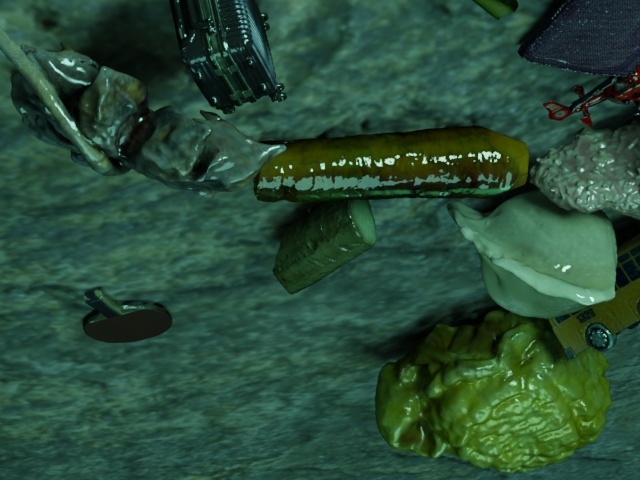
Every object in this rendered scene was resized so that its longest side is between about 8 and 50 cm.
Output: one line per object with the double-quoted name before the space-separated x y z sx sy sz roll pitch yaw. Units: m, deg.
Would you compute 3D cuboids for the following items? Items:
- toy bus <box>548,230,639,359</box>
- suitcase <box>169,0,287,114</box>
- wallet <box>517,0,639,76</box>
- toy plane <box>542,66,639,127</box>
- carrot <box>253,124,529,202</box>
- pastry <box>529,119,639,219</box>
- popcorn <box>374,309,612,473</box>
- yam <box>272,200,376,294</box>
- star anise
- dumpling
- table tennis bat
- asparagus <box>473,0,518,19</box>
"toy bus" 0.335 0.054 1.786 0.091 0.103 0.182 -29 175 -45
"suitcase" -0.070 -0.152 1.183 0.059 0.086 0.126 -16 163 5
"wallet" 0.245 -0.187 1.304 0.111 0.030 0.166 0 154 -21
"toy plane" 0.270 -0.137 1.421 0.145 0.037 0.060 -24 149 24
"carrot" 0.063 -0.067 1.458 0.260 0.070 0.070 -4 155 -12
"pastry" 0.341 -0.061 1.544 0.265 0.102 0.112 3 146 -32
"popcorn" 0.223 0.174 1.943 0.286 0.173 0.225 8 137 -14
"yam" 0.000 0.000 1.581 0.070 0.069 0.146 12 149 -40
"star anise" -0.157 -0.089 1.229 0.262 0.081 0.230 25 176 -34
"dumpling" 0.204 0.008 1.567 0.167 0.215 0.126 14 129 -16
"table tennis bat" -0.220 0.084 1.740 0.095 0.014 0.158 -14 158 11
"asparagus" 0.124 -0.198 1.243 0.025 0.021 0.108 -22 153 27
